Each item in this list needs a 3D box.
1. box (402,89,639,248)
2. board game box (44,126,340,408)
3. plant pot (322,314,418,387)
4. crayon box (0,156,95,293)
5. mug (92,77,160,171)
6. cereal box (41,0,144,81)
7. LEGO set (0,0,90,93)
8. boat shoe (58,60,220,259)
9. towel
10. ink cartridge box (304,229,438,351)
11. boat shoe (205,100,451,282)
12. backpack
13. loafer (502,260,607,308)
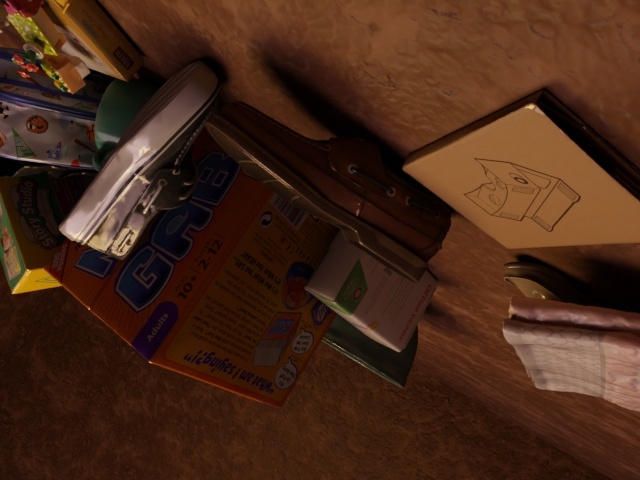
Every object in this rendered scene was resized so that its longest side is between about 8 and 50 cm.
[{"bbox_3d":[0.183,-0.047,0.434,0.165,0.021,0.201,34,168,-12],"label":"box"},{"bbox_3d":[-0.189,0.040,0.896,0.357,0.356,0.356,23,165,36],"label":"board game box"},{"bbox_3d":[0.119,0.197,1.159,0.293,0.196,0.293,31,168,7],"label":"plant pot"},{"bbox_3d":[-0.515,-0.095,0.998,0.313,0.106,0.362,-10,-113,-49],"label":"crayon box"},{"bbox_3d":[-0.285,-0.172,0.761,0.098,0.157,0.129,19,-174,-3],"label":"mug"},{"bbox_3d":[-0.383,-0.321,0.663,0.240,0.047,0.173,26,166,28],"label":"cereal box"},{"bbox_3d":[-0.327,-0.239,0.524,0.132,0.106,0.287,26,155,-25],"label":"LEGO set"},{"bbox_3d":[-0.229,-0.099,0.663,0.119,0.335,0.121,35,-149,-28],"label":"boat shoe"},{"bbox_3d":[0.395,0.163,0.547,0.317,0.053,0.332,8,159,33],"label":"towel"},{"bbox_3d":[0.097,0.080,0.839,0.212,0.154,0.093,40,165,-37],"label":"ink cartridge box"},{"bbox_3d":[0.019,-0.073,0.551,0.307,0.104,0.111,34,177,-21],"label":"boat shoe"},{"bbox_3d":[-0.467,-0.212,0.826,0.264,0.212,0.277,33,-154,33],"label":"backpack"},{"bbox_3d":[0.290,0.075,0.590,0.148,0.050,0.056,30,166,-1],"label":"loafer"}]
